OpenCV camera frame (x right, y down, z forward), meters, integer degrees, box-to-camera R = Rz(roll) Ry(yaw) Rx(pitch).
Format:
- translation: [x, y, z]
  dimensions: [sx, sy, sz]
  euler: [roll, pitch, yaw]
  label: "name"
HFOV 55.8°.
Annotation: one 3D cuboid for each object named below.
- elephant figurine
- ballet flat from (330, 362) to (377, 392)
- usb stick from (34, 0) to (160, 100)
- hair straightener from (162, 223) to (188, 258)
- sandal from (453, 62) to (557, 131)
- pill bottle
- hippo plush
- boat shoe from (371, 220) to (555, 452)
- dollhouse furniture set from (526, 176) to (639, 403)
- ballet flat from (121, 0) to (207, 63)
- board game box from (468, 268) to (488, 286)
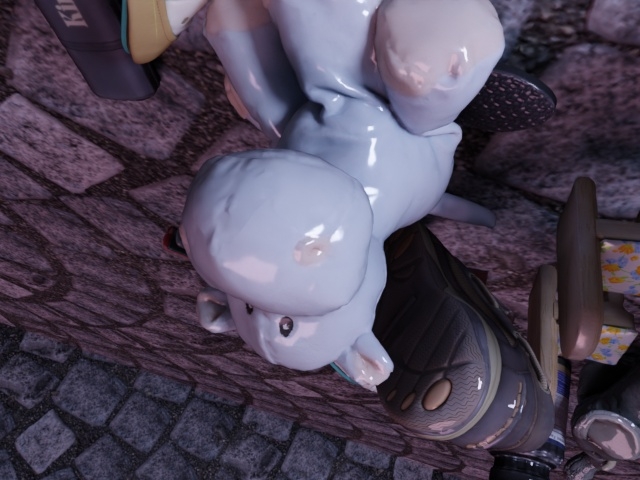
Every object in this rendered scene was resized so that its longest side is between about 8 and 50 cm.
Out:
- translation: [0.437, 0.261, 0.884]
  dimensions: [0.239, 0.185, 0.169]
  euler: [-21, 159, 31]
  label: "elephant figurine"
- translation: [0.135, 0.200, 1.064]
  dimensions: [0.147, 0.147, 0.409]
  euler: [1, 154, 32]
  label: "ballet flat"
- translation: [-0.204, -0.212, 0.478]
  dimensions: [0.077, 0.045, 0.278]
  euler: [11, 154, 12]
  label: "usb stick"
- translation: [-0.126, 0.035, 0.942]
  dimensions: [0.230, 0.047, 0.089]
  euler: [32, 152, -30]
  label: "hair straightener"
- translation: [0.100, -0.126, 0.483]
  dimensions: [0.179, 0.040, 0.067]
  euler: [16, 154, 40]
  label: "sandal"
- translation: [0.336, 0.296, 0.984]
  dimensions: [0.123, 0.219, 0.123]
  euler: [14, 155, 7]
  label: "pill bottle"
- translation: [-0.017, -0.039, 0.443]
  dimensions: [0.234, 0.236, 0.294]
  euler: [22, 157, 23]
  label: "hippo plush"
- translation: [0.114, 0.086, 0.597]
  dimensions: [0.130, 0.355, 0.132]
  euler: [34, 108, -15]
  label: "boat shoe"
- translation: [0.354, 0.075, 0.392]
  dimensions: [0.362, 0.256, 0.394]
  euler: [6, 145, 11]
  label: "dollhouse furniture set"
- translation: [-0.103, -0.197, 0.411]
  dimensions: [0.073, 0.080, 0.232]
  euler: [9, 157, -8]
  label: "ballet flat"
- translation: [0.069, 0.084, 0.805]
  dimensions: [0.281, 0.145, 0.027]
  euler: [10, 153, 15]
  label: "board game box"
